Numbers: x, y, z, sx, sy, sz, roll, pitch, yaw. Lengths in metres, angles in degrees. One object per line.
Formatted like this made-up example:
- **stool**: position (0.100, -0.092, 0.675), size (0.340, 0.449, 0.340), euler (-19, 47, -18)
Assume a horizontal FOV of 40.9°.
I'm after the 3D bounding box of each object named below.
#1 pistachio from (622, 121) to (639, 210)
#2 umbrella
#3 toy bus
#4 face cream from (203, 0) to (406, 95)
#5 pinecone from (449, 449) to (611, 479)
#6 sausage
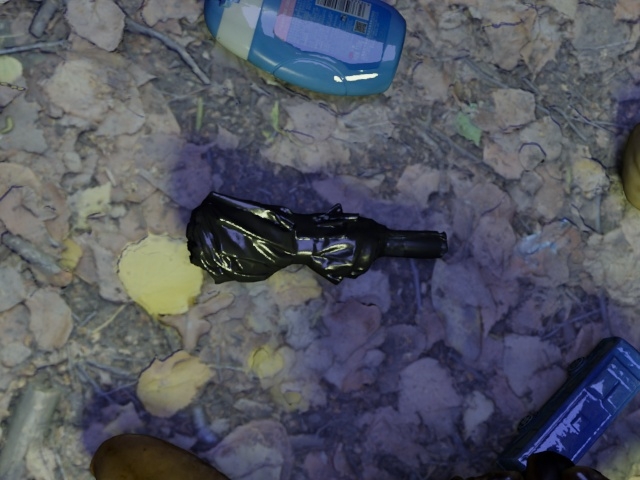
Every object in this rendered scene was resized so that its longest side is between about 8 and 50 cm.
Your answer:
- **pistachio**: position (0.474, -0.102, 1.186), size (0.113, 0.113, 0.149), euler (12, 72, -8)
- **umbrella**: position (0.000, 0.000, 1.094), size (0.340, 0.118, 0.118), euler (1, 81, -16)
- **toy bus**: position (0.335, 0.227, 1.111), size (0.236, 0.094, 0.079), euler (-44, 90, -13)
- **face cream**: position (-0.024, -0.277, 1.131), size (0.264, 0.083, 0.149), euler (16, 78, -7)
- **pinecone**: position (0.226, 0.415, 0.895), size (0.398, 0.398, 0.398), euler (2, 81, -10)
- **sausage**: position (-0.065, 0.401, 1.002), size (0.501, 0.123, 0.136), euler (46, 110, -1)
